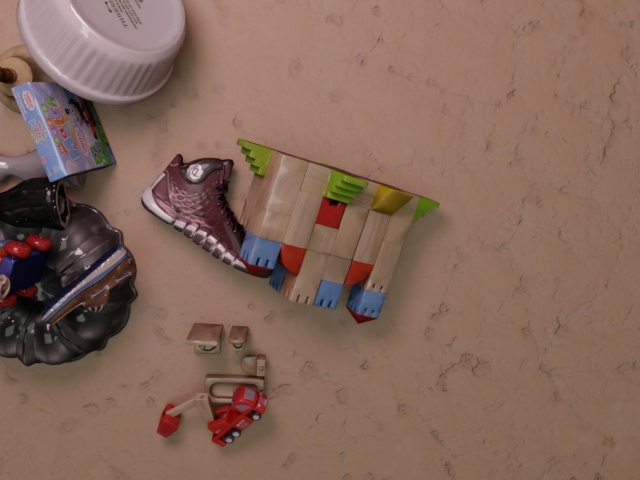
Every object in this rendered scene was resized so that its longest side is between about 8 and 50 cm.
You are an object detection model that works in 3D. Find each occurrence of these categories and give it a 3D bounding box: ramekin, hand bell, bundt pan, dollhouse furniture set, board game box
[{"bbox_3d":[-0.347,-0.371,1.277,0.273,0.273,0.127,51,137,-8],"label":"ramekin"},{"bbox_3d":[-0.535,-0.280,1.297,0.126,0.242,0.126,0,97,-2],"label":"hand bell"},{"bbox_3d":[-0.510,0.085,1.410,0.330,0.124,0.331,0,99,-3],"label":"bundt pan"},{"bbox_3d":[-0.176,0.247,1.446,0.144,0.123,0.151,3,98,-3],"label":"dollhouse furniture set"},{"bbox_3d":[-0.436,-0.192,1.328,0.039,0.211,0.160,-19,99,11],"label":"board game box"}]

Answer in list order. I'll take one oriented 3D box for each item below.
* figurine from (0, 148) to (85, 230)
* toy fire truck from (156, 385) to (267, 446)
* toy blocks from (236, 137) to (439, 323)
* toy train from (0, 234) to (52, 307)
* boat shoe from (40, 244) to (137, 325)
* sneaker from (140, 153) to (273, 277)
[{"bbox_3d":[-0.541,-0.102,1.354,0.209,0.215,0.092,-1,126,-1],"label":"figurine"},{"bbox_3d":[-0.208,0.330,1.468,0.135,0.047,0.192,35,119,-21],"label":"toy fire truck"},{"bbox_3d":[0.000,0.000,1.377,0.381,0.191,0.261,15,98,-30],"label":"toy blocks"},{"bbox_3d":[-0.540,0.037,1.217,0.143,0.248,0.105,19,97,-1],"label":"toy train"},{"bbox_3d":[-0.394,0.089,1.323,0.183,0.066,0.066,-42,111,-16],"label":"boat shoe"},{"bbox_3d":[-0.176,-0.060,1.416,0.281,0.106,0.162,33,92,-6],"label":"sneaker"}]
